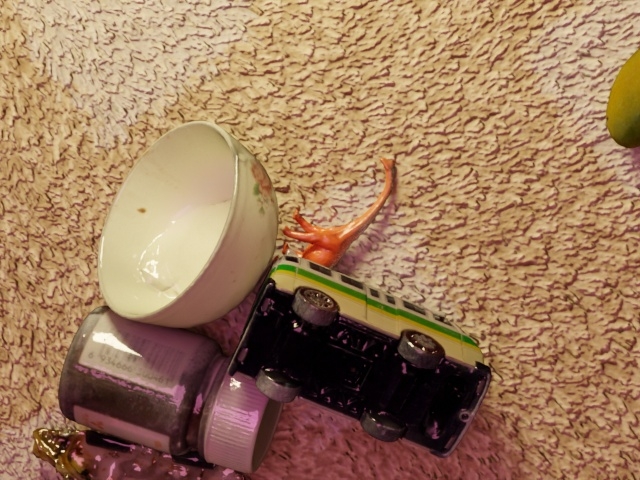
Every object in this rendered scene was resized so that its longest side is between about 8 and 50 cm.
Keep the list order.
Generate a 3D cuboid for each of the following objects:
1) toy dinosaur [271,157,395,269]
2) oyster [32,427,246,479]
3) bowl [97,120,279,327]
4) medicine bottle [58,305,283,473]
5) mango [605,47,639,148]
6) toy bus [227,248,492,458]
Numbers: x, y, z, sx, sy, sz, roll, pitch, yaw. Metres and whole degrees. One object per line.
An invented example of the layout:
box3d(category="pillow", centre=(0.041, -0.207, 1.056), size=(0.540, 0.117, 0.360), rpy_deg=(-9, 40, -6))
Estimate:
box3d(category="toy dinosaur", centre=(0.000, -0.001, 1.960), size=(0.101, 0.055, 0.279), rpy_deg=(30, 96, -3))
box3d(category="oyster", centre=(-0.239, 0.331, 2.003), size=(0.345, 0.078, 0.128), rpy_deg=(19, 73, 11))
box3d(category="bowl", centre=(-0.153, -0.004, 1.911), size=(0.277, 0.145, 0.277), rpy_deg=(-26, 49, 35))
box3d(category="medicine bottle", centre=(-0.194, 0.199, 1.941), size=(0.273, 0.165, 0.165), rpy_deg=(18, 94, 8))
box3d(category="mango", centre=(0.440, -0.201, 1.849), size=(0.191, 0.085, 0.122), rpy_deg=(-24, 71, 24))
box3d(category="toy bus", centre=(0.052, 0.139, 1.867), size=(0.305, 0.179, 0.143), rpy_deg=(22, 111, -6))
